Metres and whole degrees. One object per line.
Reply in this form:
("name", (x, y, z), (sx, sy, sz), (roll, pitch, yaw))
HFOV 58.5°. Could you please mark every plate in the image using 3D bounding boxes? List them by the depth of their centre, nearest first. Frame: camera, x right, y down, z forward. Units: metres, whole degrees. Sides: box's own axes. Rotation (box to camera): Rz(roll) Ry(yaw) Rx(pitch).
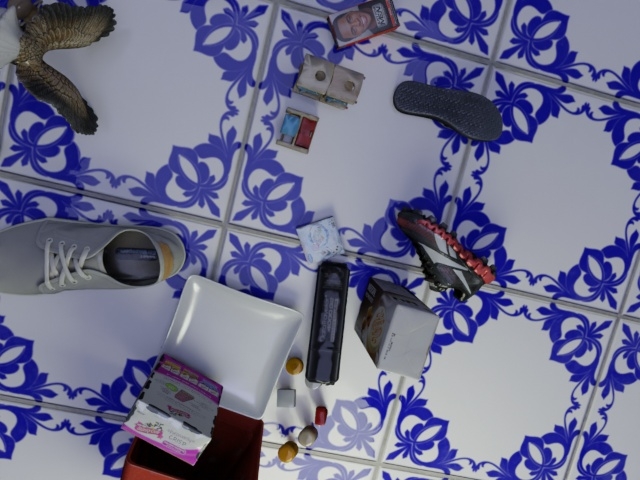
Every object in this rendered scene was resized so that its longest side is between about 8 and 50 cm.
("plate", (-0.214, 0.242, 1.309), (0.278, 0.045, 0.277), (21, 98, -9))

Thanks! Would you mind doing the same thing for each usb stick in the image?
("usb stick", (0.017, 0.187, 1.296), (0.077, 0.045, 0.277), (6, 84, 1))

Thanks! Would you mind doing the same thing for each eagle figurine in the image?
("eagle figurine", (-0.514, -0.344, 1.059), (0.226, 0.298, 0.225), (-38, 59, 36))

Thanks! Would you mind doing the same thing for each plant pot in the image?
("plant pot", (-0.298, 0.520, 1.249), (0.267, 0.267, 0.235), (23, 107, -9))

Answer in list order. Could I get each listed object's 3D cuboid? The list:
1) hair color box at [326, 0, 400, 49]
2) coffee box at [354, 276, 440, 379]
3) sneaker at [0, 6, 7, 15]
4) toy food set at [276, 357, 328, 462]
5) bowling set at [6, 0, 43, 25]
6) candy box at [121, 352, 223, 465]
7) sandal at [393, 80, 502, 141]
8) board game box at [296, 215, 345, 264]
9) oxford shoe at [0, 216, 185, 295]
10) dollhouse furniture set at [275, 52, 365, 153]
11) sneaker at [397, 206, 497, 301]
("hair color box", (0.092, -0.469, 1.229), (0.141, 0.043, 0.071), (-21, 102, -2))
("coffee box", (0.157, 0.180, 1.238), (0.098, 0.246, 0.141), (16, 98, -10))
("sneaker", (-0.719, -0.416, 1.137), (0.212, 0.080, 0.094), (-33, 89, 1))
("toy food set", (-0.040, 0.394, 1.345), (0.111, 0.104, 0.232), (-1, 79, 5))
("bowling set", (-0.536, -0.564, 1.089), (0.287, 0.154, 0.200), (-44, 101, 1))
("candy box", (-0.295, 0.339, 1.177), (0.159, 0.233, 0.071), (32, 96, -8))
("sandal", (0.288, -0.295, 1.281), (0.255, 0.054, 0.097), (21, 89, 0))
("board game box", (0.000, 0.000, 1.307), (0.090, 0.020, 0.090), (-19, 101, -4))
("oxford shoe", (-0.518, 0.038, 1.203), (0.450, 0.130, 0.169), (-2, 101, -5))
("dollhouse furniture set", (-0.004, -0.273, 1.206), (0.129, 0.129, 0.183), (17, 96, -9))
("sneaker", (0.268, 0.039, 1.303), (0.276, 0.097, 0.135), (39, 91, -12))
